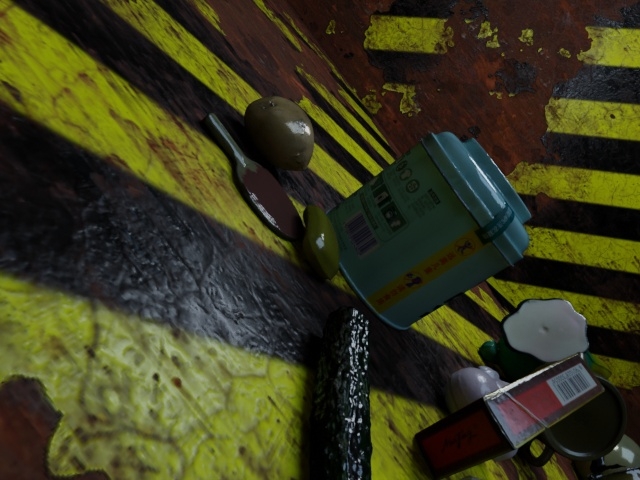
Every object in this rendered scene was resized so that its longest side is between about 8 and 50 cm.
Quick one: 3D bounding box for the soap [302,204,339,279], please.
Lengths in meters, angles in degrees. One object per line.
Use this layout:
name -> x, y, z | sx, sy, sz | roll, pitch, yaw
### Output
soap -> 0.001, 0.000, 0.712 | 0.140, 0.045, 0.089 | -93, 161, -56

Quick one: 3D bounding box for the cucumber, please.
cucumber -> 0.021, 0.179, 0.452 | 0.067, 0.067, 0.294 | 46, 24, -19

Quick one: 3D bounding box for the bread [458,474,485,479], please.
bread -> 0.191, 0.361, 0.510 | 0.105, 0.077, 0.152 | 38, 27, -34

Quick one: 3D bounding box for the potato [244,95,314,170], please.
potato -> -0.073, -0.189, 0.788 | 0.147, 0.112, 0.112 | 48, 20, 7

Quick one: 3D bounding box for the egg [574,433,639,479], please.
egg -> 0.851, 0.652, 1.310 | 0.241, 0.186, 0.186 | 36, 26, -47

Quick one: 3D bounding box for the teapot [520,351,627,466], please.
teapot -> 0.519, 0.365, 0.972 | 0.185, 0.268, 0.175 | 34, 0, 1

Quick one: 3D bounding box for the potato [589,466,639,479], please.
potato -> 0.503, 0.544, 0.732 | 0.229, 0.229, 0.266 | 34, 36, -41

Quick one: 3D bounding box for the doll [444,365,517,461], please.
doll -> 0.328, 0.319, 0.849 | 0.365, 0.094, 0.160 | 19, 47, -55

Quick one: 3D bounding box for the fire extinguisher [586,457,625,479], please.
fire extinguisher -> 0.595, 0.575, 0.863 | 0.138, 0.102, 0.344 | 96, -3, -52

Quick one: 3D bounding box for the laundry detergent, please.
laundry detergent -> 0.208, -0.028, 0.843 | 0.287, 0.305, 0.287 | 44, 22, -24

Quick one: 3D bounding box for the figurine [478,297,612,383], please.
figurine -> 0.603, 0.318, 1.202 | 0.340, 0.323, 0.232 | 57, 37, -45

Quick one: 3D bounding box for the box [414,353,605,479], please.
box -> 0.269, 0.245, 0.631 | 0.239, 0.153, 0.074 | -5, 60, -35

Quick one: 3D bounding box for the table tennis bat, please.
table tennis bat -> -0.102, -0.097, 0.694 | 0.234, 0.022, 0.131 | 52, 20, -7
